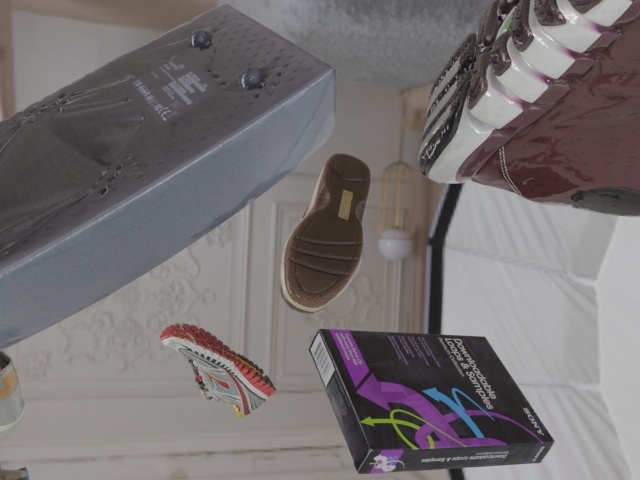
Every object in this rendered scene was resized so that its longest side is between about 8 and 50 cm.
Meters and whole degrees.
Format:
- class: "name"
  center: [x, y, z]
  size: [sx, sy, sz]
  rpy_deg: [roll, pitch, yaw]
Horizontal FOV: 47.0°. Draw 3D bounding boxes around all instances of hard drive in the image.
- class: "hard drive"
  center: [-0.125, -0.039, 0.412]
  size: [0.255, 0.054, 0.172]
  rpy_deg: [-33, -141, -10]

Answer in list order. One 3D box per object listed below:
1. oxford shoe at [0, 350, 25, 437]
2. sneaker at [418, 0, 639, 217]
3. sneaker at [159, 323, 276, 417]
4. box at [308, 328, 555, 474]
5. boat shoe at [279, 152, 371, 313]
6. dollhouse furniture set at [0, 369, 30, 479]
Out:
- class: "oxford shoe"
  center: [-0.689, 0.182, 1.229]
  size: [0.449, 0.130, 0.169]
  rpy_deg: [22, -153, 10]
- class: "sneaker"
  center: [0.173, -0.096, 0.363]
  size: [0.163, 0.106, 0.281]
  rpy_deg: [20, 155, -9]
- class: "sneaker"
  center: [-0.176, 0.219, 1.210]
  size: [0.225, 0.092, 0.088]
  rpy_deg: [42, 179, -25]
- class: "box"
  center: [0.083, 0.118, 0.559]
  size: [0.162, 0.029, 0.116]
  rpy_deg: [7, -145, -27]
- class: "boat shoe"
  center: [0.007, 0.003, 0.955]
  size: [0.095, 0.257, 0.095]
  rpy_deg: [26, 139, -2]
- class: "dollhouse furniture set"
  center: [-0.404, 0.269, 0.714]
  size: [0.198, 0.303, 0.286]
  rpy_deg: [-15, 170, -17]
